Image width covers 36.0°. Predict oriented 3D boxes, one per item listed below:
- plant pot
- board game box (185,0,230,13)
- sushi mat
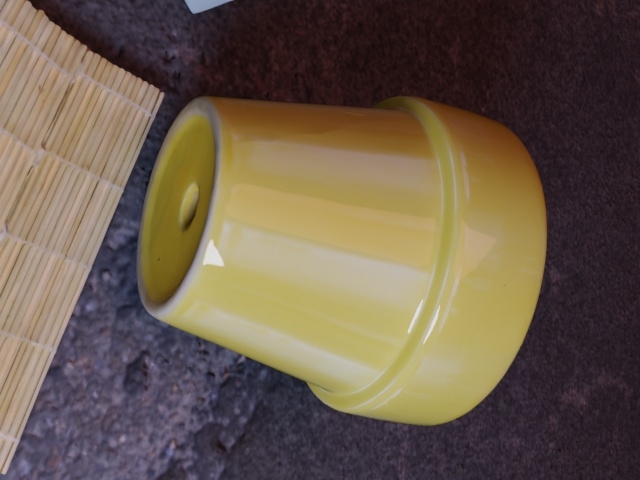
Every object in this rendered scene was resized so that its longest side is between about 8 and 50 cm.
[{"bbox_3d":[0.000,0.000,0.749,0.239,0.254,0.254,13,77,-27],"label":"plant pot"},{"bbox_3d":[-0.080,-0.374,0.796,0.224,0.097,0.303,-45,116,-36],"label":"board game box"},{"bbox_3d":[-0.222,-0.009,0.679,0.151,0.019,0.317,35,64,-37],"label":"sushi mat"}]
